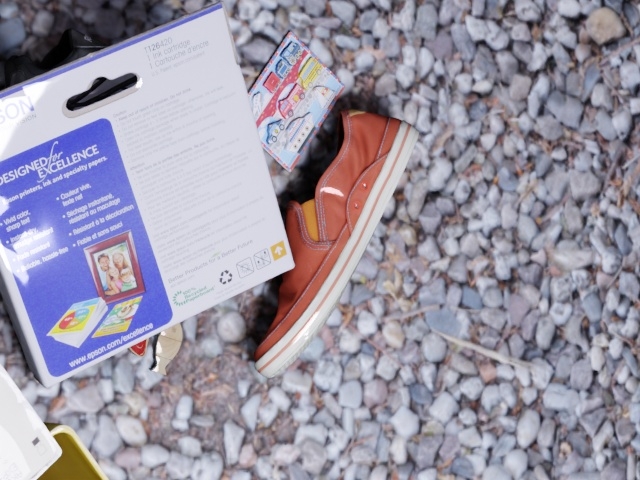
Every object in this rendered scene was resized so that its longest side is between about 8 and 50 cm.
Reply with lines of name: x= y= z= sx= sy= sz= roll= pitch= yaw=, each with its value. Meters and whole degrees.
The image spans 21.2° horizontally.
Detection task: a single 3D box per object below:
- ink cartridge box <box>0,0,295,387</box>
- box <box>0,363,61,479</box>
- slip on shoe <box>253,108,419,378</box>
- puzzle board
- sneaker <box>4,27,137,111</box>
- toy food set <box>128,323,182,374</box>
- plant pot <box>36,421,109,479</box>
ink cartridge box: x=-0.197 y=-0.051 z=1.720 sx=0.304 sy=0.072 sz=0.307 roll=-25 pitch=115 yaw=-22
box: x=-0.371 y=0.161 z=1.508 sx=0.121 sy=0.311 sz=0.148 roll=-43 pitch=110 yaw=-27
slip on shoe: x=0.000 y=0.000 z=1.896 sx=0.101 sy=0.123 sz=0.331 roll=26 pitch=77 yaw=0
puzzle board: x=-0.033 y=-0.156 z=1.925 sx=0.096 sy=0.011 sz=0.128 roll=42 pitch=67 yaw=-25
sneaker: x=-0.223 y=-0.170 z=1.758 sx=0.234 sy=0.078 sz=0.106 roll=-16 pitch=100 yaw=-31
toy food set: x=-0.174 y=0.074 z=1.822 sx=0.078 sy=0.019 sz=0.122 roll=29 pitch=81 yaw=-30
plant pot: x=-0.297 y=0.293 z=1.588 sx=0.212 sy=0.187 sz=0.212 roll=-41 pitch=116 yaw=-21
